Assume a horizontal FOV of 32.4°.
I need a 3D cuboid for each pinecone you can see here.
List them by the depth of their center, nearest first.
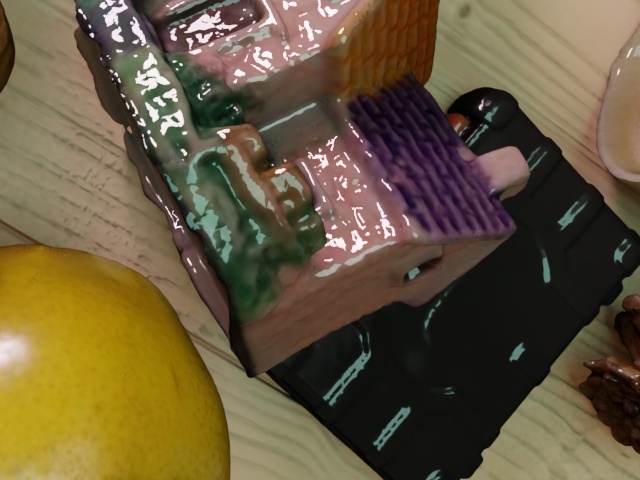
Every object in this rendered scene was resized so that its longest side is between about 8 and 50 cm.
[{"bbox_3d":[0.312,0.107,0.883,0.195,0.179,0.150,-14,76,-3],"label":"pinecone"}]

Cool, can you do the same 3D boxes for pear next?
[{"bbox_3d":[-0.175,0.169,0.659,0.285,0.285,0.336,-20,75,-15],"label":"pear"}]

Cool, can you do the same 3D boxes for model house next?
[{"bbox_3d":[0.000,-0.079,0.701,0.237,0.202,0.237,-25,62,-11],"label":"model house"}]

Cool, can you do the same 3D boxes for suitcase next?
[{"bbox_3d":[0.104,0.044,0.865,0.206,0.066,0.285,44,81,-16],"label":"suitcase"}]

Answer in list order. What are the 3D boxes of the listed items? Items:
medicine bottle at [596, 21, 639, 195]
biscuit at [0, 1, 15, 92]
[{"bbox_3d":[0.449,-0.049,0.877,0.406,0.236,0.235,30,86,-18],"label":"medicine bottle"},{"bbox_3d":[-0.396,-0.070,0.634,0.432,0.064,0.283,2,58,1],"label":"biscuit"}]
